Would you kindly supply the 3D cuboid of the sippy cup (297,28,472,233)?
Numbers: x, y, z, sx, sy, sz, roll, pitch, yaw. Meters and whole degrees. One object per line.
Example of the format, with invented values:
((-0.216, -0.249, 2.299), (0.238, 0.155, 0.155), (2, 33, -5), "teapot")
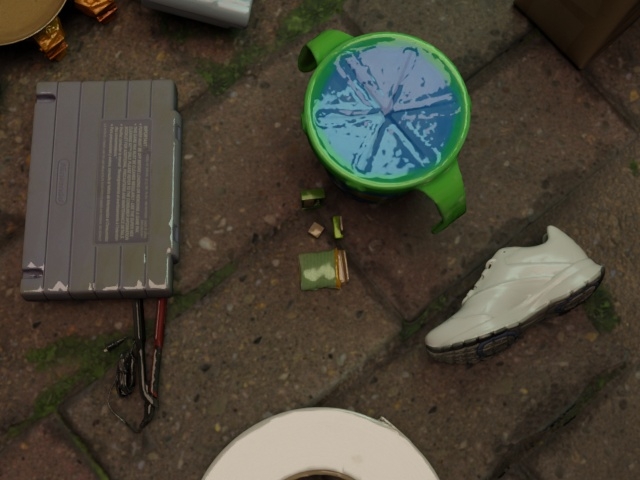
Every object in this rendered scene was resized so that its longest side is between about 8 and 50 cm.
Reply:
((0.090, -0.158, 1.337), (0.240, 0.224, 0.305), (-2, 78, -1), "sippy cup")

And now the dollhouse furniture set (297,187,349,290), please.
((0.000, 0.000, 1.384), (0.076, 0.058, 0.151), (-6, 78, -3), "dollhouse furniture set")

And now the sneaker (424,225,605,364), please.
((0.281, 0.087, 1.366), (0.297, 0.111, 0.129), (-28, 64, -11), "sneaker")

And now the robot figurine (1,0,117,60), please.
((-0.478, -0.441, 1.453), (0.211, 0.085, 0.291), (-40, 82, -10), "robot figurine")

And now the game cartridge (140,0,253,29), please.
((-0.187, -0.495, 1.438), (0.198, 0.062, 0.297), (13, 72, -15), "game cartridge")

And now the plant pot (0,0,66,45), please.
((-0.497, -0.408, 1.387), (0.237, 0.032, 0.236), (0, 81, 0), "plant pot")

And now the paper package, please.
((0.483, -0.462, 1.362), (0.309, 0.325, 0.168), (-42, 82, -9), "paper package")

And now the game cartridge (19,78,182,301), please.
((-0.331, -0.081, 1.380), (0.230, 0.068, 0.354), (0, 70, -6), "game cartridge")

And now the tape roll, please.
((0.000, 0.432, 1.285), (0.392, 0.072, 0.391), (0, 77, -2), "tape roll")

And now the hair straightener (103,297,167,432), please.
((-0.282, 0.174, 1.353), (0.089, 0.047, 0.230), (2, 82, -1), "hair straightener")
